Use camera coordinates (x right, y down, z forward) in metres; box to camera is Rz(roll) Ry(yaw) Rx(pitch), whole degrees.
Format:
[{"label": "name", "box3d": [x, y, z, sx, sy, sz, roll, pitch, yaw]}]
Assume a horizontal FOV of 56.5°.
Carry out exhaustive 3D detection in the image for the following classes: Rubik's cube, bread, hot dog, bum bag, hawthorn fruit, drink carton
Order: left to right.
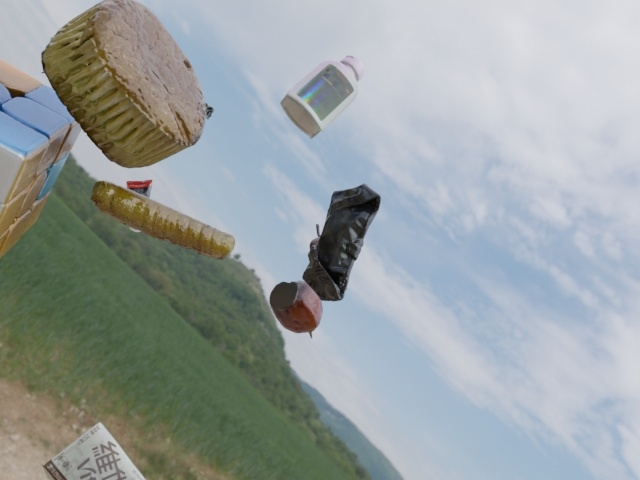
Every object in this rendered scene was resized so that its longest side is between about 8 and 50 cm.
[{"label": "Rubik's cube", "box3d": [-0.629, -0.150, 1.024, 0.291, 0.291, 0.291, 29, 23, -15]}, {"label": "drink carton", "box3d": [-0.634, 0.718, 1.746, 0.324, 0.194, 0.132, 48, -29, 6]}, {"label": "bread", "box3d": [-0.301, -0.249, 0.958, 0.253, 0.143, 0.227, 53, 26, -30]}, {"label": "hot dog", "box3d": [-0.301, -0.033, 1.152, 0.289, 0.068, 0.083, 26, -14, -23]}, {"label": "hawthorn fruit", "box3d": [-0.072, 0.260, 2.189, 0.251, 0.190, 0.190, 63, -18, -15]}, {"label": "bum bag", "box3d": [0.048, -0.001, 1.471, 0.137, 0.309, 0.074, 18, -9, 31]}]

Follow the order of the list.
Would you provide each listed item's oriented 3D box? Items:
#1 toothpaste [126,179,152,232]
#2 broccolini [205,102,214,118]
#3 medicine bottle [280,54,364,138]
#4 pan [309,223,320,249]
[{"label": "toothpaste", "box3d": [-0.493, -0.102, 1.606, 0.045, 0.071, 0.193, 96, -14, -44]}, {"label": "broccolini", "box3d": [-0.323, -0.318, 1.608, 0.044, 0.042, 0.218, 37, 26, -21]}, {"label": "medicine bottle", "box3d": [0.016, -0.341, 1.363, 0.115, 0.219, 0.078, 46, -27, -7]}, {"label": "pan", "box3d": [0.000, -0.001, 1.707, 0.023, 0.069, 0.115, -42, -131, 51]}]
